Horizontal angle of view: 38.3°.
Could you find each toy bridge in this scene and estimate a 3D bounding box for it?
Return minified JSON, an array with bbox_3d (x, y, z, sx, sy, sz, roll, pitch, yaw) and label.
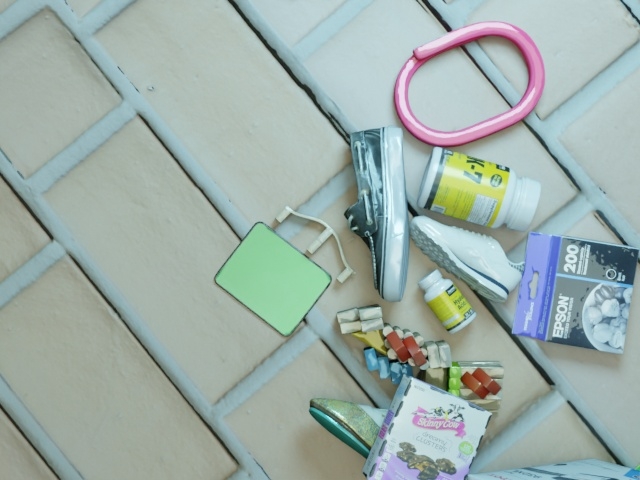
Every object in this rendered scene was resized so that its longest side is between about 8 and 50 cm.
[{"bbox_3d":[0.000,0.000,1.775,0.188,0.026,0.063,44,90,1],"label":"toy bridge"}]

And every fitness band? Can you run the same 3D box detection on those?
[{"bbox_3d":[0.282,-0.297,1.758,0.290,0.054,0.209,-22,92,2],"label":"fitness band"}]

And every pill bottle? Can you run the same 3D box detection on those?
[{"bbox_3d":[0.295,-0.092,1.720,0.208,0.119,0.119,16,90,1],"label":"pill bottle"},{"bbox_3d":[0.237,0.114,1.748,0.065,0.065,0.116,-38,89,1],"label":"pill bottle"}]

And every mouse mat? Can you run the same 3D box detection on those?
[{"bbox_3d":[-0.092,0.075,1.788,0.189,0.007,0.153,38,91,0],"label":"mouse mat"}]

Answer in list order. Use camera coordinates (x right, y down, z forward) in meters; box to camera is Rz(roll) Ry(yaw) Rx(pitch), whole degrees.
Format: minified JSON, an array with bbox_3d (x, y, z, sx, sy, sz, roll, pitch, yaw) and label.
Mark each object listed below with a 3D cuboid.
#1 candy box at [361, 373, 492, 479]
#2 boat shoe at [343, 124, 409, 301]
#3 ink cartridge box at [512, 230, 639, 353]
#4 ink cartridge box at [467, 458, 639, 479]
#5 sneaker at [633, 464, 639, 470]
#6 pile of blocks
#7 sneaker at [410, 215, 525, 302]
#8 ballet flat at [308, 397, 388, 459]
[{"bbox_3d":[0.189,0.362,1.645,0.164,0.070,0.196,24,85,-5],"label":"candy box"},{"bbox_3d":[0.104,-0.049,1.740,0.119,0.121,0.335,-3,79,9],"label":"boat shoe"},{"bbox_3d":[0.485,0.098,1.752,0.208,0.045,0.206,9,91,3],"label":"ink cartridge box"},{"bbox_3d":[0.440,0.475,1.603,0.307,0.223,0.129,1,90,-29],"label":"ink cartridge box"},{"bbox_3d":[0.660,0.446,1.706,0.109,0.123,0.295,44,92,1],"label":"sneaker"},{"bbox_3d":[0.184,0.238,1.726,0.362,0.112,0.149,26,91,2],"label":"pile of blocks"},{"bbox_3d":[0.276,0.018,1.747,0.235,0.090,0.095,37,78,-2],"label":"sneaker"},{"bbox_3d":[0.133,0.391,1.735,0.348,0.123,0.123,42,91,1],"label":"ballet flat"}]
